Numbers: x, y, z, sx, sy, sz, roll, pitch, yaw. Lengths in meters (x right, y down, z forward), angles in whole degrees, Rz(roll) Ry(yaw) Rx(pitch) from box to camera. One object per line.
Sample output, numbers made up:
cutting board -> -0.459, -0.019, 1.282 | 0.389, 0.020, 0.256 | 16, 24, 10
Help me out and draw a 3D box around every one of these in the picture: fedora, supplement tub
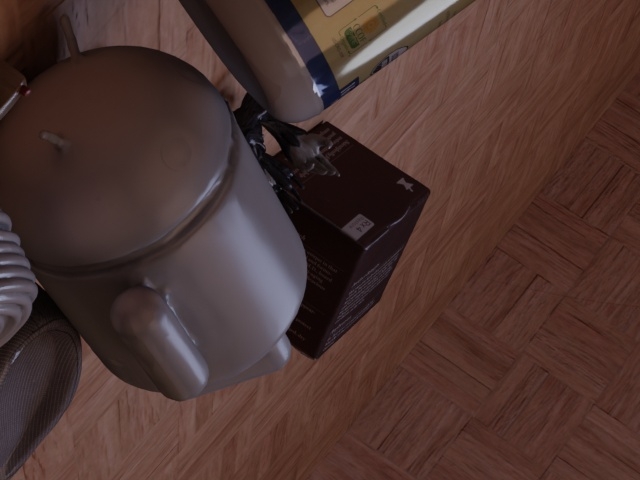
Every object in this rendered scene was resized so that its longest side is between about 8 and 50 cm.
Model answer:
fedora -> -0.294, 0.126, 1.327 | 0.243, 0.124, 0.275 | -29, 150, -60
supplement tub -> 0.037, -0.262, 1.177 | 0.316, 0.228, 0.228 | -36, 164, -4

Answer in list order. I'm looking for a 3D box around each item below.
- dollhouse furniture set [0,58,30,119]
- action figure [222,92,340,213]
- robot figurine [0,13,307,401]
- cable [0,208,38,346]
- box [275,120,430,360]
dollhouse furniture set -> -0.276, -0.092, 0.875 | 0.184, 0.129, 0.129 | -49, 165, -23
action figure -> -0.064, -0.063, 1.636 | 0.164, 0.141, 0.276 | -52, 169, -7
robot figurine -> -0.137, -0.014, 1.254 | 0.199, 0.300, 0.353 | -21, 136, 6
cable -> -0.311, 0.059, 1.011 | 0.257, 0.089, 0.257 | -31, 171, 28
box -> 0.000, 0.000, 1.928 | 0.168, 0.167, 0.203 | -39, 158, -48
